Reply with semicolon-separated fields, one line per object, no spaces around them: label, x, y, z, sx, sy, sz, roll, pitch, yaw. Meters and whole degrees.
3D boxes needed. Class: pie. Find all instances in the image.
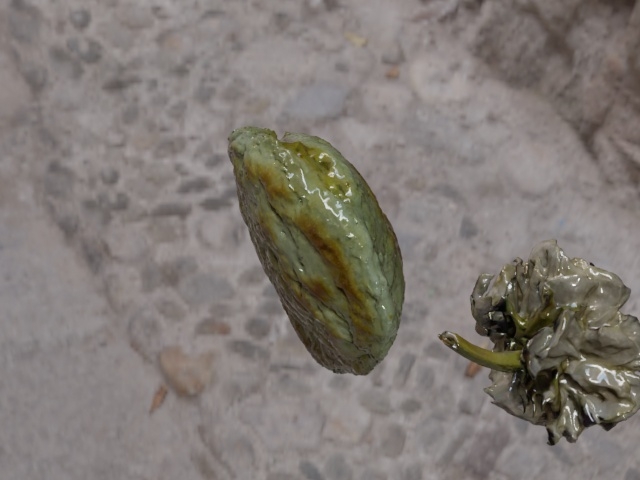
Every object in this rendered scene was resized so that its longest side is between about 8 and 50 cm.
pie;0.000;0.000;1.057;0.090;0.248;0.201;-27;90;-10

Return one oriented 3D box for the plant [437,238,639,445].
plant;0.125;0.064;0.829;0.122;0.104;0.116;-15;70;-44
